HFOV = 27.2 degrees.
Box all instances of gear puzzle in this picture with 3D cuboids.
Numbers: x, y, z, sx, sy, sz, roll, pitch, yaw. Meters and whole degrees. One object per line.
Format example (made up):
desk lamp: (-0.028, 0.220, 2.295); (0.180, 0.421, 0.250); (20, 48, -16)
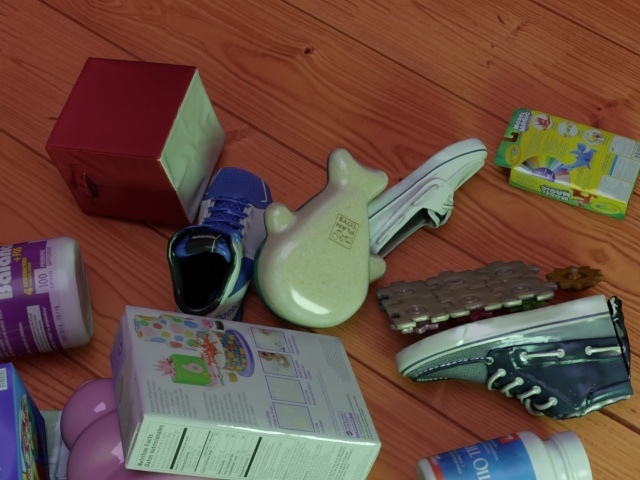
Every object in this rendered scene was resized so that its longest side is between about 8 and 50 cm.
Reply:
gear puzzle: (0.258, 0.083, 1.984); (0.339, 0.044, 0.175); (-11, 19, -7)

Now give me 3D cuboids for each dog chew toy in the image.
dog chew toy: (-0.250, 0.322, 1.810); (0.207, 0.206, 0.332); (-27, 55, -13)

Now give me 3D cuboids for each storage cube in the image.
storage cube: (-0.284, -0.153, 2.081); (0.193, 0.183, 0.215); (7, 58, 18)

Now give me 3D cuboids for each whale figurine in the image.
whale figurine: (0.000, 0.000, 1.996); (0.216, 0.141, 0.272); (26, 78, -22)

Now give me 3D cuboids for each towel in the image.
towel: (-0.382, 0.297, 1.926); (0.152, 0.023, 0.113); (0, 60, 2)

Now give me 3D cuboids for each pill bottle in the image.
pill bottle: (0.253, 0.332, 1.821); (0.222, 0.124, 0.124); (-15, 60, -7)
pill bottle: (-0.501, 0.096, 1.966); (0.302, 0.169, 0.169); (-9, 59, -4)

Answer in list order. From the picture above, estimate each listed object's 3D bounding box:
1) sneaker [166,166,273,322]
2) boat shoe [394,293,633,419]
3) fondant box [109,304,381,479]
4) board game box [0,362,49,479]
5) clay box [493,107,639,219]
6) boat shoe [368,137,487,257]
sneaker: (-0.147, 0.009, 1.996); (0.128, 0.182, 0.315); (10, 60, 7)
boat shoe: (0.287, 0.191, 1.909); (0.341, 0.127, 0.158); (-14, 74, 3)
fondant box: (-0.108, 0.215, 1.802); (0.330, 0.096, 0.238); (11, 29, -21)
board game box: (-0.410, 0.367, 1.747); (0.078, 0.233, 0.347); (-9, 64, -4)
clay box: (0.400, -0.127, 2.130); (0.222, 0.053, 0.127); (18, 62, 14)
boat shoe: (0.165, -0.060, 2.077); (0.268, 0.096, 0.088); (-32, 67, -15)
